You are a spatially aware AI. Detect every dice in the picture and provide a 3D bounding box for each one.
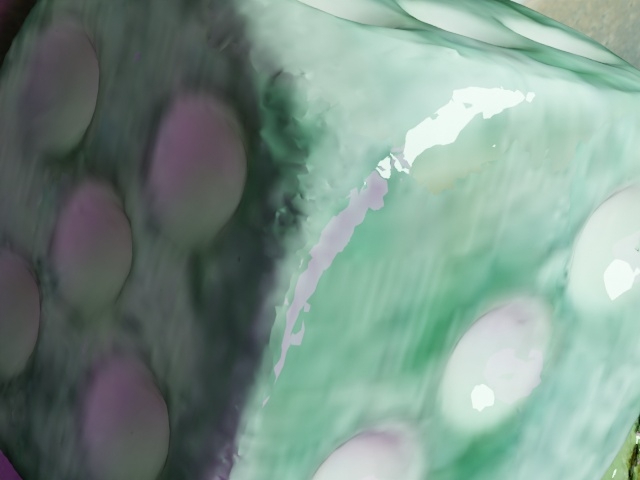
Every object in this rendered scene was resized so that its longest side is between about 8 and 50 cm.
[{"bbox_3d":[0.000,0.000,0.817,0.328,0.330,0.348,3,109,-42],"label":"dice"}]

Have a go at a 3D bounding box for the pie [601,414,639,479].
[{"bbox_3d":[0.237,0.305,1.279,0.296,0.078,0.371,-50,154,-62],"label":"pie"}]
